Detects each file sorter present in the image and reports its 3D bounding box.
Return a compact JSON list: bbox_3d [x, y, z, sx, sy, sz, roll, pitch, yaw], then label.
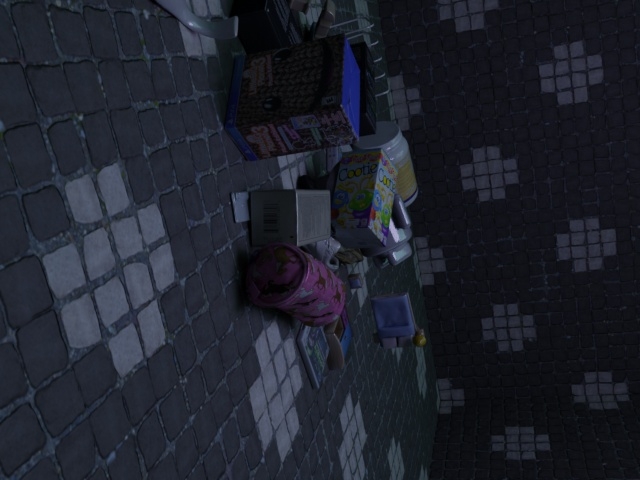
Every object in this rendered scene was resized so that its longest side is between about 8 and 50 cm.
[{"bbox_3d":[0.137,-0.690,2.420,0.193,0.173,0.277,-110,-178,-60],"label":"file sorter"}]

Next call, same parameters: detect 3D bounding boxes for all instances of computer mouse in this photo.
[{"bbox_3d":[-0.014,-0.103,1.905,0.071,0.041,0.242,37,24,-51],"label":"computer mouse"}]

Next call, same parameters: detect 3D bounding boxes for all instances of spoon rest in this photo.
[{"bbox_3d":[-0.283,-0.501,1.286,0.276,0.084,0.137,34,49,-51],"label":"spoon rest"}]

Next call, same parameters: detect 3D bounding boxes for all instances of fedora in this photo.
[{"bbox_3d":[0.046,-0.140,2.081,0.275,0.124,0.243,-60,139,-44],"label":"fedora"}]

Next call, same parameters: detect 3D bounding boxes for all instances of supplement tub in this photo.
[{"bbox_3d":[0.268,-0.308,2.667,0.241,0.241,0.331,-76,154,-48],"label":"supplement tub"}]

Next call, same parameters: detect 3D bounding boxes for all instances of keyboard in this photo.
[{"bbox_3d":[-0.165,-0.089,1.589,0.256,0.014,0.072,-21,109,-72],"label":"keyboard"}]

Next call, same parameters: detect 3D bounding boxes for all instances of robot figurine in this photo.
[{"bbox_3d":[0.200,-0.078,2.298,0.200,0.300,0.353,-30,99,-42],"label":"robot figurine"}]

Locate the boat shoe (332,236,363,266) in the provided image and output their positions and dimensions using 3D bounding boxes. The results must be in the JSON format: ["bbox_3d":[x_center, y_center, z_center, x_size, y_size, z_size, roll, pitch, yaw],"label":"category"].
[{"bbox_3d":[0.081,0.030,2.236,0.104,0.089,0.285,62,7,21],"label":"boat shoe"}]

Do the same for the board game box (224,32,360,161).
[{"bbox_3d":[-0.061,-0.345,1.542,0.141,0.291,0.232,55,32,-55],"label":"board game box"}]

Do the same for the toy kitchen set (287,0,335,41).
[{"bbox_3d":[-0.050,-0.745,2.119,0.207,0.166,0.122,124,-25,-55],"label":"toy kitchen set"}]

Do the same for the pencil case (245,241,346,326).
[{"bbox_3d":[-0.052,0.122,1.604,0.386,0.167,0.160,39,64,-67],"label":"pencil case"}]

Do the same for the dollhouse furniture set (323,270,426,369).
[{"bbox_3d":[0.169,0.255,2.036,0.198,0.303,0.286,-64,144,-61],"label":"dollhouse furniture set"}]

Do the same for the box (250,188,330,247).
[{"bbox_3d":[-0.069,-0.063,1.670,0.311,0.121,0.148,-10,99,-74],"label":"box"}]

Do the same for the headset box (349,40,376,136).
[{"bbox_3d":[0.043,-0.450,1.989,0.131,0.246,0.283,46,40,-62],"label":"headset box"}]

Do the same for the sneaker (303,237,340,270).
[{"bbox_3d":[0.000,0.000,1.903,0.090,0.115,0.232,-76,154,-48],"label":"sneaker"}]

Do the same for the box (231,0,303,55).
[{"bbox_3d":[-0.134,-0.560,1.709,0.261,0.103,0.184,62,24,-50],"label":"box"}]

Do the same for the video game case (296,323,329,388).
[{"bbox_3d":[-0.019,0.312,1.885,0.173,0.022,0.190,-69,148,-55],"label":"video game case"}]

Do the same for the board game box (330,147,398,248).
[{"bbox_3d":[0.134,-0.129,1.961,0.142,0.144,0.275,44,50,-50],"label":"board game box"}]

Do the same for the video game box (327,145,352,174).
[{"bbox_3d":[0.074,-0.302,2.372,0.205,0.048,0.187,46,39,-63],"label":"video game box"}]
